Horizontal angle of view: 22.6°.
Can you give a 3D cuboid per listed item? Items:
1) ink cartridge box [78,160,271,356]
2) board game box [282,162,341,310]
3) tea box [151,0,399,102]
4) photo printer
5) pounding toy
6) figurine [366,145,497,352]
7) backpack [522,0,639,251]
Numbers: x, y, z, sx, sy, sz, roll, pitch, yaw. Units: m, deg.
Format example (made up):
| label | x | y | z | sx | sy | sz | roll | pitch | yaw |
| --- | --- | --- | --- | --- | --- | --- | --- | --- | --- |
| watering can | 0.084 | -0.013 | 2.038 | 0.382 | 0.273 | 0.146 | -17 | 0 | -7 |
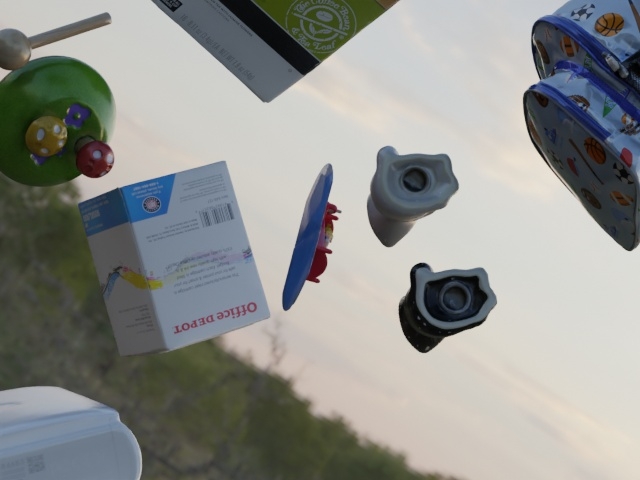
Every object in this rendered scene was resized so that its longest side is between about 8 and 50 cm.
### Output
| label | x | y | z | sx | sy | sz | roll | pitch | yaw |
| --- | --- | --- | --- | --- | --- | --- | --- | --- | --- |
| ink cartridge box | -0.206 | 0.030 | 2.236 | 0.168 | 0.171 | 0.233 | -14 | -89 | 59 |
| board game box | 0.000 | 0.000 | 1.750 | 0.033 | 0.169 | 0.133 | 16 | -14 | -10 |
| tea box | -0.070 | -0.434 | 2.257 | 0.329 | 0.323 | 0.220 | 39 | 32 | -23 |
| photo printer | -0.338 | 0.219 | 1.574 | 0.256 | 0.107 | 0.307 | -11 | 5 | -22 |
| pounding toy | -0.330 | -0.156 | 2.046 | 0.110 | 0.183 | 0.237 | 45 | -41 | 47 |
| figurine | 0.105 | 0.015 | 1.778 | 0.209 | 0.092 | 0.215 | 121 | -47 | -75 |
| backpack | 0.329 | -0.139 | 1.666 | 0.263 | 0.213 | 0.276 | 57 | -12 | 29 |
